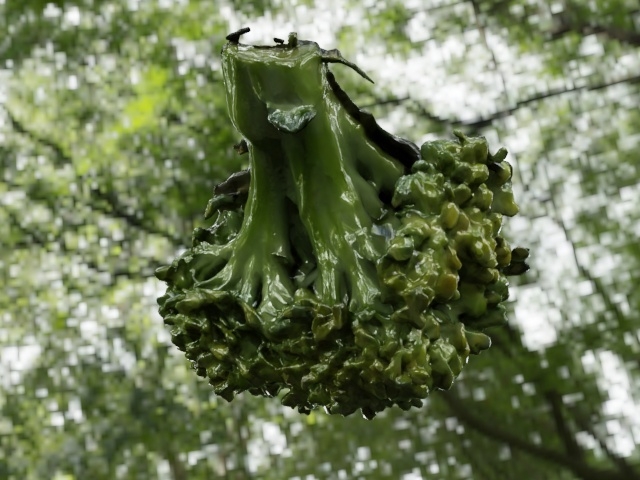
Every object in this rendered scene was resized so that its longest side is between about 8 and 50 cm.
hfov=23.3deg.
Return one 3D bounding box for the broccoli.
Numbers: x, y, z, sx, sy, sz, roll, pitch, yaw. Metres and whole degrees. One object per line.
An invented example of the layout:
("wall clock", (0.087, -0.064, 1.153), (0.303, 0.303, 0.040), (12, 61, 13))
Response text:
("broccoli", (0.002, 0.018, 1.000), (0.242, 0.180, 0.273), (-7, -41, 22))
